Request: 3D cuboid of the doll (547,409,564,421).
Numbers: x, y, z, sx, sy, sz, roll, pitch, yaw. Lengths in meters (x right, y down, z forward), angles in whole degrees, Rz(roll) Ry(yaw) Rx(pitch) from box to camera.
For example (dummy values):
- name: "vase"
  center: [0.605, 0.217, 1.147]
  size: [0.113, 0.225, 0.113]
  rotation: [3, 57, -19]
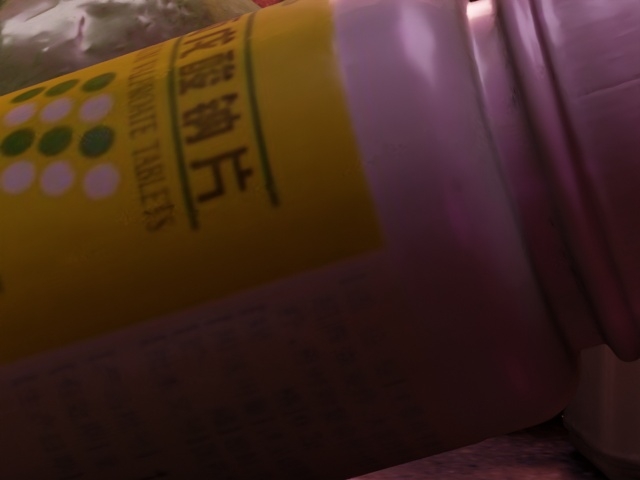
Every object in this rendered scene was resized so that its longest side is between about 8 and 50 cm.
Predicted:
- name: "doll"
  center: [0.144, 0.045, 1.226]
  size: [0.186, 0.134, 0.106]
  rotation: [3, 14, 9]

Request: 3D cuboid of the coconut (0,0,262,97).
- name: "coconut"
  center: [-0.145, -0.064, 1.383]
  size: [0.328, 0.281, 0.328]
  rotation: [-22, -13, -5]

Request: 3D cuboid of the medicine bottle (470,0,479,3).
- name: "medicine bottle"
  center: [0.066, -0.069, 1.358]
  size: [0.151, 0.322, 0.151]
  rotation: [3, 9, 0]

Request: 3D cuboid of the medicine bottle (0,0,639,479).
- name: "medicine bottle"
  center: [0.000, 0.000, 0.883]
  size: [0.379, 0.213, 0.213]
  rotation: [-17, 5, 10]

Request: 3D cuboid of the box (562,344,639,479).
- name: "box"
  center: [0.281, 0.042, 1.117]
  size: [0.312, 0.182, 0.175]
  rotation: [0, 9, -8]
